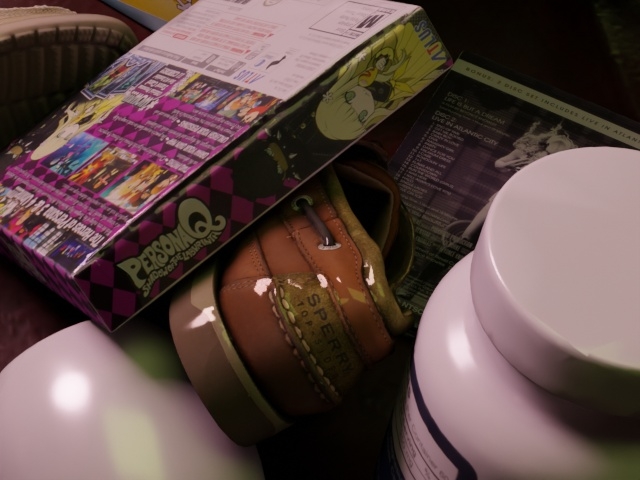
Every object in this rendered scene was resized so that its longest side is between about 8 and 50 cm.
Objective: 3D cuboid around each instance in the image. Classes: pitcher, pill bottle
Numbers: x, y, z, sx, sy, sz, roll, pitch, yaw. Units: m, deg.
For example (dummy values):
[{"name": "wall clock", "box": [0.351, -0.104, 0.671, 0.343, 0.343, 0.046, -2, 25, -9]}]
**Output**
[{"name": "pitcher", "box": [-0.100, 0.152, 0.925, 0.178, 0.125, 0.207, -22, 68, -13]}, {"name": "pill bottle", "box": [0.108, 0.090, 0.913, 0.153, 0.264, 0.153, 6, 49, -7]}]

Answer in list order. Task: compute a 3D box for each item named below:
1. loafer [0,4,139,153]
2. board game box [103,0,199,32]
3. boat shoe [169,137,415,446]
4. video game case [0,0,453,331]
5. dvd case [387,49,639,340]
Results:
[{"name": "loafer", "box": [-0.226, -0.079, 1.101, 0.268, 0.102, 0.092, -17, 37, -29]}, {"name": "board game box", "box": [-0.126, -0.266, 1.182, 0.336, 0.254, 0.079, 31, 51, 16]}, {"name": "boat shoe", "box": [0.000, 0.000, 1.012, 0.104, 0.110, 0.307, -27, 24, 12]}, {"name": "video game case", "box": [-0.070, -0.055, 1.011, 0.210, 0.042, 0.232, -38, 23, -13]}, {"name": "dvd case", "box": [0.114, -0.012, 1.167, 0.164, 0.018, 0.221, 24, 50, 11]}]
